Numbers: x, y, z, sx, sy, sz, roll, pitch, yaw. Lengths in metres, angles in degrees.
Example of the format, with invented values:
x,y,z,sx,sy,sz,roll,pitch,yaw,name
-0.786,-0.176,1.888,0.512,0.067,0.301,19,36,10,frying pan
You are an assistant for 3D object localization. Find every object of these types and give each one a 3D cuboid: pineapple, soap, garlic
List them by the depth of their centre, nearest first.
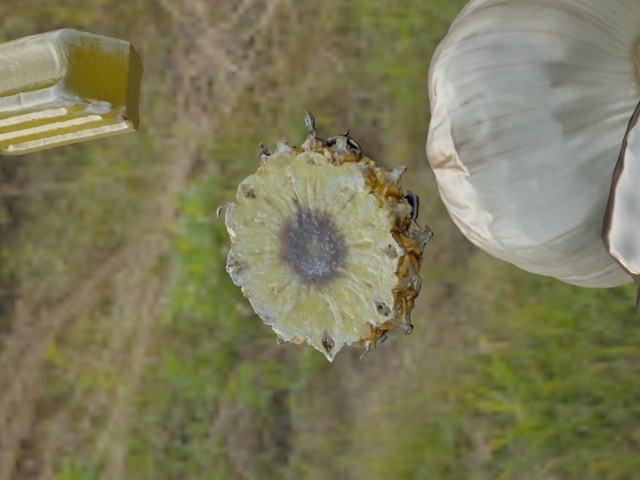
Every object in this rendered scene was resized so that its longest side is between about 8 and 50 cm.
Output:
x,y,z,sx,sy,sz,roll,pitch,yaw,name
0.000,0.000,1.659,0.221,0.047,0.221,6,103,28,pineapple
-0.257,-0.129,1.714,0.232,0.140,0.073,-8,81,42,soap
0.230,-0.102,1.728,0.259,0.317,0.317,-3,89,41,garlic

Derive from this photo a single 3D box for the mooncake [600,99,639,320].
x,y,z,sx,sy,sz,roll,pitch,yaw,name
0.360,-0.014,1.168,0.350,0.381,0.212,37,135,29,mooncake
